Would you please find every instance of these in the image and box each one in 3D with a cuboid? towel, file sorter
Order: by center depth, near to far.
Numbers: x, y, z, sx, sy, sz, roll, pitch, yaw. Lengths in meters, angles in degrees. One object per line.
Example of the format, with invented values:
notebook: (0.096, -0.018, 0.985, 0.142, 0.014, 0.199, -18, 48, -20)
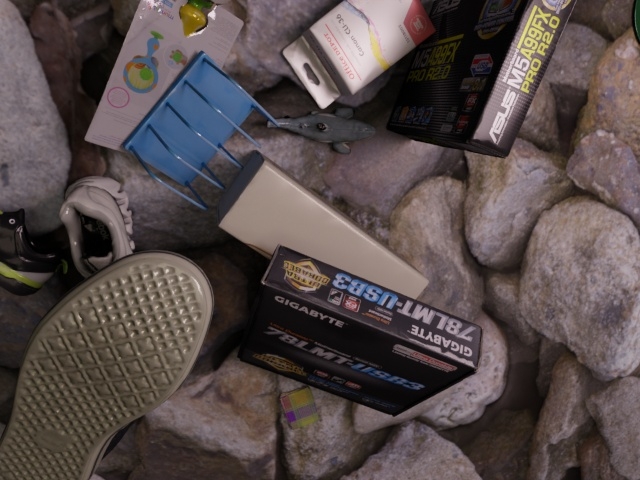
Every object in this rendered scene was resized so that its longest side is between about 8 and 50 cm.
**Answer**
file sorter: (-0.160, -0.145, 0.649, 0.170, 0.104, 0.118, -48, 141, 4)
towel: (-0.039, 0.318, 0.886, 0.060, 0.009, 0.083, -19, 110, -7)

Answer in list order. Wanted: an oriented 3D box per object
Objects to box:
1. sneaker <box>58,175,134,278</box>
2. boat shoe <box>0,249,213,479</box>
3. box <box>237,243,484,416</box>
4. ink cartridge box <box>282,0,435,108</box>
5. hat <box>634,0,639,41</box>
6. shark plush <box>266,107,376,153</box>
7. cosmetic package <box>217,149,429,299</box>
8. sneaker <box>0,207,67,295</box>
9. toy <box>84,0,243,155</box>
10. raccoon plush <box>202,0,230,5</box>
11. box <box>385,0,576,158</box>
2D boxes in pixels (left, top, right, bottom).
sneaker: (-0.305, 0.053, 0.693, 0.110, 0.118, 0.292, -21, 111, -8)
boat shoe: (-0.307, 0.187, 0.656, 0.187, 0.156, 0.500, 33, 115, -12)
box: (0.036, 0.155, 0.696, 0.296, 0.293, 0.073, 22, 56, -3)
ink cartridge box: (0.055, -0.298, 0.695, 0.198, 0.067, 0.115, -38, 111, 1)
hat: (0.656, -0.403, 0.737, 0.173, 0.183, 0.208, 30, 98, -19)
shark plush: (0.002, -0.182, 0.717, 0.161, 0.067, 0.073, 15, 103, -16)
cosmetic package: (0.000, 0.000, 0.723, 0.310, 0.160, 0.113, 34, 97, -18)
sneaker: (-0.470, -0.022, 0.660, 0.097, 0.084, 0.234, -47, 119, -10)
toy: (-0.221, -0.231, 0.647, 0.137, 0.056, 0.237, 15, 113, -46)
raccoon plush: (-0.003, -0.443, 0.574, 0.299, 0.446, 0.216, -8, 118, 33)
box: (0.199, -0.238, 0.638, 0.060, 0.270, 0.216, 16, 103, -18)
